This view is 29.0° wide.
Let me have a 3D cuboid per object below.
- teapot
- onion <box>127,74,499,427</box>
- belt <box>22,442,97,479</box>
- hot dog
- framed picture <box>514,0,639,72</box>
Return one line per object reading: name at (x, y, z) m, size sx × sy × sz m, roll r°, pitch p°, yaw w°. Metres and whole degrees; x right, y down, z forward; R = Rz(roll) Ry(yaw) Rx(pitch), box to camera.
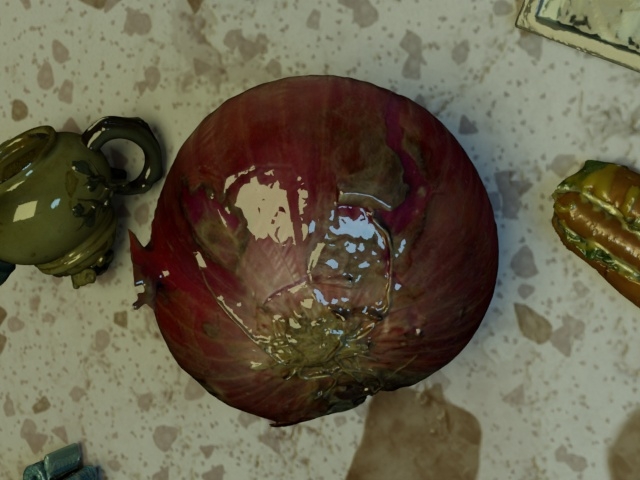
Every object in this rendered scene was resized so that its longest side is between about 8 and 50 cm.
teapot at (-0.294, -0.035, 1.433) m, size 0.269 × 0.173 × 0.182 m, roll -31°, pitch 118°, yaw 2°
onion at (-0.009, 0.012, 1.186) m, size 0.353 × 0.353 × 0.354 m, roll 3°, pitch 97°, yaw 27°
belt at (-0.305, 0.403, 1.521) m, size 0.087 × 0.072 × 0.302 m, roll 0°, pitch 97°, yaw 31°
hot dog at (0.333, 0.021, 1.156) m, size 0.269 × 0.072 × 0.115 m, roll 30°, pitch 116°, yaw 21°
framed picture at (0.338, -0.308, 1.141) m, size 0.232 × 0.024 × 0.315 m, roll 24°, pitch 107°, yaw 21°
